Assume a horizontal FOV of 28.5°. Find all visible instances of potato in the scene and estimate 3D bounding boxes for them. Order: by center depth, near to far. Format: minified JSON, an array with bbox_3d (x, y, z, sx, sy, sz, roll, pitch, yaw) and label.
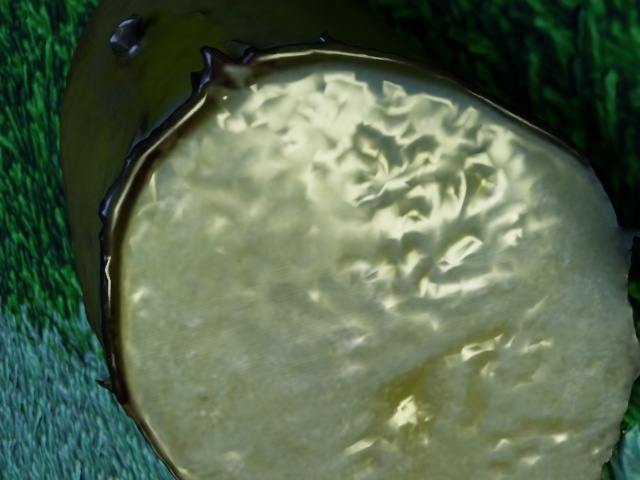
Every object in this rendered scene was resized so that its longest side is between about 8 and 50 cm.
[{"bbox_3d":[0.000,0.000,0.788,0.397,0.290,0.296,52,-179,-28],"label":"potato"}]
